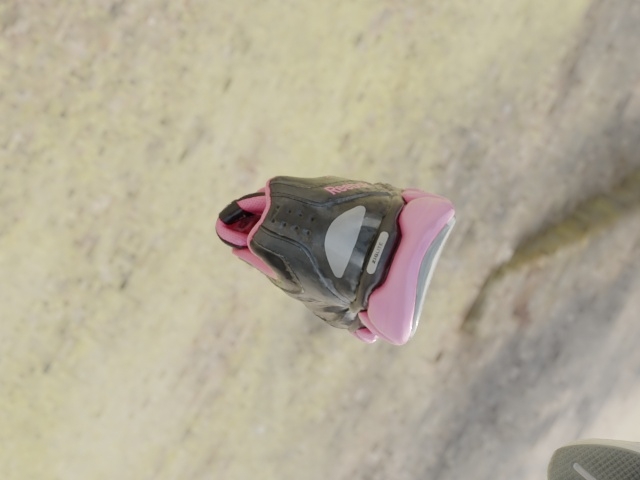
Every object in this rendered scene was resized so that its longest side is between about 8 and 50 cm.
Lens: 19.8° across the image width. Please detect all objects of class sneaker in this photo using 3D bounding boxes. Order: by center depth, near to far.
[{"bbox_3d":[0.000,0.000,0.494,0.119,0.057,0.047,139,-33,-84],"label":"sneaker"},{"bbox_3d":[0.183,0.126,0.870,0.061,0.152,0.053,-43,145,-71],"label":"sneaker"}]
